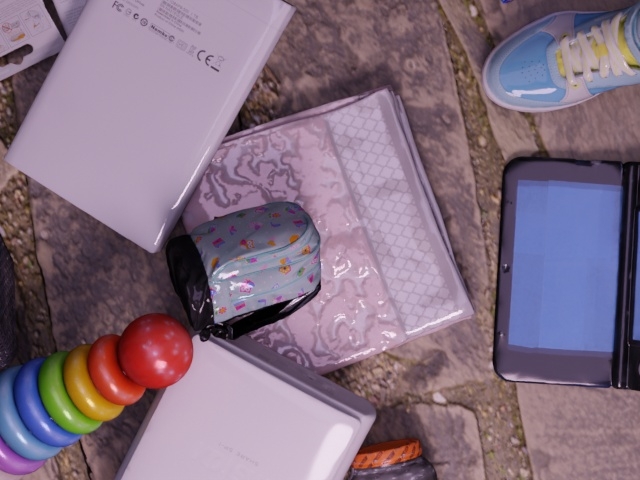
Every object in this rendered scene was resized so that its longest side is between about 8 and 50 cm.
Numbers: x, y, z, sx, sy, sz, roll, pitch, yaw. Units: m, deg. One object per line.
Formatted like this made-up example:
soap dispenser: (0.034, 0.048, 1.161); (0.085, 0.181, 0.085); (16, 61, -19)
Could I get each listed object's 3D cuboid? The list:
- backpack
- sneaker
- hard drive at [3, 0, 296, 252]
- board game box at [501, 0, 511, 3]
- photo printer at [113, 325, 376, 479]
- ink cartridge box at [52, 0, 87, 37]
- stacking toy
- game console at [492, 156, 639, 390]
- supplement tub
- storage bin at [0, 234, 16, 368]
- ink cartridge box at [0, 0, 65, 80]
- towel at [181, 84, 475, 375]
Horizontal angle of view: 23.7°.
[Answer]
backpack: (-0.086, 0.029, 1.849); (0.182, 0.152, 0.115); (-15, 133, -12)
sneaker: (0.358, -0.241, 1.870); (0.319, 0.208, 0.127); (-15, 90, 1)
hard drive: (-0.215, -0.194, 1.906); (0.233, 0.047, 0.353); (32, 100, 8)
board game box: (0.278, -0.420, 1.909); (0.210, 0.047, 0.160); (-31, 89, 29)
photo printer: (-0.110, 0.283, 1.896); (0.256, 0.107, 0.307); (29, 103, 3)
ink cartridge box: (-0.235, -0.283, 1.967); (0.189, 0.066, 0.232); (-20, 110, 0)
stacking toy: (-0.292, 0.179, 1.853); (0.330, 0.141, 0.141); (-27, 89, 22)
game console: (0.356, 0.042, 1.891); (0.173, 0.250, 0.293); (3, 89, -26)
supplement tub: (0.098, 0.350, 1.911); (0.117, 0.117, 0.190); (-12, 89, 0)
storage bin: (-0.448, 0.071, 1.892); (0.122, 0.084, 0.180); (-11, 54, 1)
ink cartridge box: (-0.418, -0.303, 1.952); (0.145, 0.045, 0.179); (-23, 108, 18)
towel: (0.000, 0.000, 1.949); (0.317, 0.053, 0.332); (-20, 88, 1)
